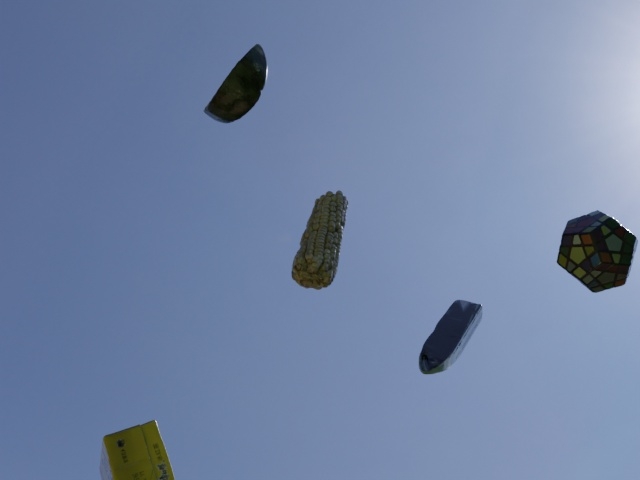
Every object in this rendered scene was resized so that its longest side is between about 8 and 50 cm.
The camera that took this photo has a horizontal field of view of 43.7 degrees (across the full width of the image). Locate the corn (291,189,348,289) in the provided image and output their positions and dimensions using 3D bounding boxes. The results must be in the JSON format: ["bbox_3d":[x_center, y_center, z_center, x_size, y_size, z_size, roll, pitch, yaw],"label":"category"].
[{"bbox_3d":[0.000,0.000,1.544,0.087,0.211,0.087,8,-37,6],"label":"corn"}]

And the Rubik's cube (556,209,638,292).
[{"bbox_3d":[0.444,0.018,1.281,0.133,0.133,0.112,38,-81,-15],"label":"Rubik's cube"}]

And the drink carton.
[{"bbox_3d":[-0.368,0.480,1.597,0.111,0.155,0.351,-14,-19,-23],"label":"drink carton"}]

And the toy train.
[{"bbox_3d":[0.209,0.170,1.312,0.055,0.252,0.048,10,-66,24],"label":"toy train"}]

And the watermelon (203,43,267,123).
[{"bbox_3d":[-0.157,-0.286,1.549,0.075,0.092,0.181,38,-66,-9],"label":"watermelon"}]
